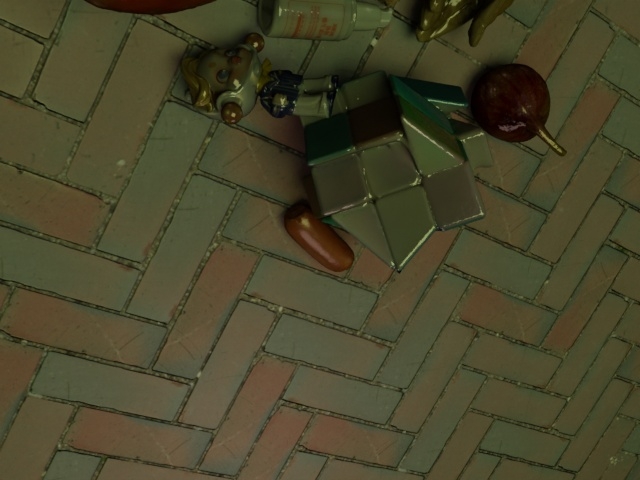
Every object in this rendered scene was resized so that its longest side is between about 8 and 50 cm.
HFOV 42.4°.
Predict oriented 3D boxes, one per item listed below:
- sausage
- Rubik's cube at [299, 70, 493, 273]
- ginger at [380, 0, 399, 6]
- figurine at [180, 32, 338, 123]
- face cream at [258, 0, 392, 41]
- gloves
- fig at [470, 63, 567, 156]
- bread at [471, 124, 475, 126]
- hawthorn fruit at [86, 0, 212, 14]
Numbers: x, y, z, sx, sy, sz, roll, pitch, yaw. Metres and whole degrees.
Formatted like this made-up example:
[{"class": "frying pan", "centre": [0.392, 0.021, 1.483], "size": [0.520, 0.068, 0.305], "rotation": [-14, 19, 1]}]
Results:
[{"class": "sausage", "centre": [0.000, 0.000, 1.742], "size": [0.076, 0.076, 0.197], "rotation": [-46, 125, 1]}, {"class": "Rubik's cube", "centre": [0.138, -0.134, 1.565], "size": [0.358, 0.387, 0.368], "rotation": [-19, 91, 7]}, {"class": "ginger", "centre": [0.174, -0.546, 1.562], "size": [0.133, 0.059, 0.214], "rotation": [2, 112, -22]}, {"class": "figurine", "centre": [-0.107, -0.281, 1.478], "size": [0.274, 0.193, 0.133], "rotation": [-9, 150, -7]}, {"class": "face cream", "centre": [0.017, -0.419, 1.526], "size": [0.252, 0.101, 0.101], "rotation": [-2, 115, -25]}, {"class": "gloves", "centre": [0.307, -0.499, 1.581], "size": [0.154, 0.141, 0.331], "rotation": [23, 137, -33]}, {"class": "fig", "centre": [0.416, -0.273, 1.726], "size": [0.175, 0.207, 0.175], "rotation": [-9, 125, -13]}, {"class": "bread", "centre": [0.332, -0.208, 1.821], "size": [0.070, 0.035, 0.083], "rotation": [-39, 122, -5]}, {"class": "hawthorn fruit", "centre": [-0.259, -0.490, 1.165], "size": [0.403, 0.403, 0.402], "rotation": [-11, 118, -21]}]
